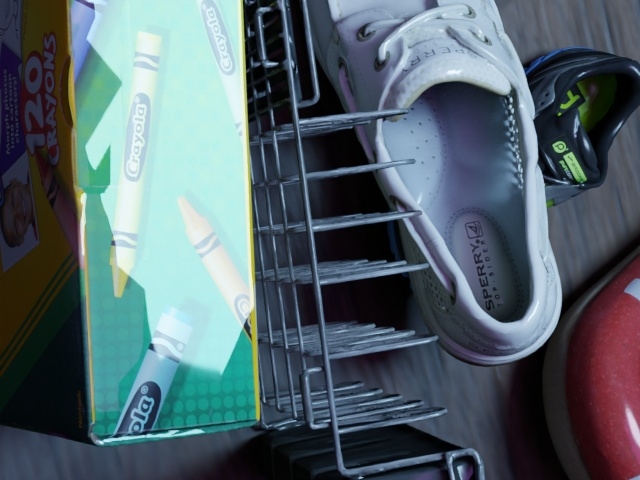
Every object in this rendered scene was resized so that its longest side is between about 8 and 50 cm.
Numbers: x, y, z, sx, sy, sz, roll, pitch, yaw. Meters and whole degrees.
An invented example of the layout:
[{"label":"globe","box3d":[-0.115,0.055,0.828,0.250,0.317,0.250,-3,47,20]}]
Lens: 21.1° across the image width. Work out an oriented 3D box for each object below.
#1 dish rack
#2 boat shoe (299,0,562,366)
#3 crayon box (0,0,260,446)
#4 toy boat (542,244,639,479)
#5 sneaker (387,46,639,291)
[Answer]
[{"label":"dish rack","box3d":[0.000,0.000,0.800,0.074,0.208,0.271,-8,92,-13]},{"label":"boat shoe","box3d":[0.060,-0.076,0.855,0.098,0.096,0.277,-20,81,-4]},{"label":"crayon box","box3d":[-0.104,-0.058,0.755,0.081,0.165,0.278,-3,90,-31]},{"label":"toy boat","box3d":[0.239,0.069,0.962,0.231,0.151,0.151,-39,107,-25]},{"label":"sneaker","box3d":[0.107,-0.043,0.928,0.188,0.078,0.067,-43,111,-21]}]
